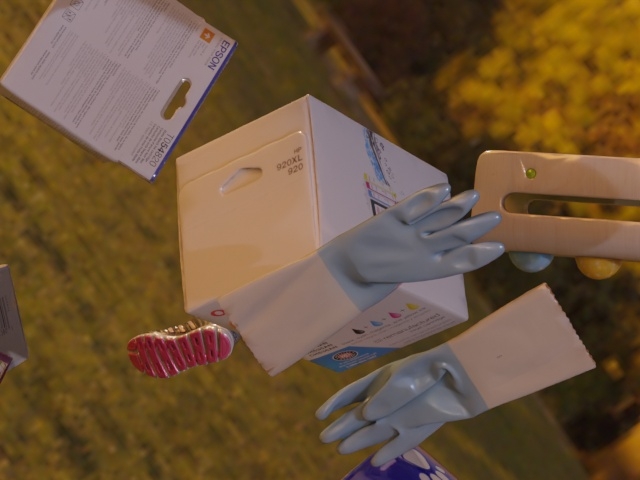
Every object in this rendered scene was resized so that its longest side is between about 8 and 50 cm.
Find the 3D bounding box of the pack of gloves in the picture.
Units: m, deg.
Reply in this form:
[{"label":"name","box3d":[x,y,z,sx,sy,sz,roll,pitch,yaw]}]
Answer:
[{"label":"pack of gloves","box3d":[0.069,0.064,1.384,0.195,0.232,0.046,56,19,-19]}]

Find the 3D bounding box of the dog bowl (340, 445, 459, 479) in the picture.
[{"label":"dog bowl","box3d":[0.036,0.320,1.699,0.104,0.265,0.265,42,3,17]}]

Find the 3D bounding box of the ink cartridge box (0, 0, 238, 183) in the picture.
[{"label":"ink cartridge box","box3d":[-0.249,-0.215,2.165,0.224,0.223,0.045,34,-17,-12]}]

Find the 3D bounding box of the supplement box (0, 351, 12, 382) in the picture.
[{"label":"supplement box","box3d":[-0.381,0.155,1.917,0.055,0.083,0.043,30,-21,-15]}]

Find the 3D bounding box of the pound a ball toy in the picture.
[{"label":"pound a ball toy","box3d":[0.353,-0.019,2.001,0.208,0.319,0.135,9,86,-70]}]

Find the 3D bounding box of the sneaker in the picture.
[{"label":"sneaker","box3d":[-0.170,0.131,2.265,0.075,0.170,0.063,-37,110,-56]}]

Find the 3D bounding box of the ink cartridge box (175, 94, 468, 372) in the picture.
[{"label":"ink cartridge box","box3d":[0.000,0.000,1.684,0.233,0.171,0.168,25,50,-46]}]

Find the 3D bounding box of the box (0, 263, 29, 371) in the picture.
[{"label":"box","box3d":[-0.522,0.117,2.082,0.148,0.311,0.121,-37,118,-69]}]
